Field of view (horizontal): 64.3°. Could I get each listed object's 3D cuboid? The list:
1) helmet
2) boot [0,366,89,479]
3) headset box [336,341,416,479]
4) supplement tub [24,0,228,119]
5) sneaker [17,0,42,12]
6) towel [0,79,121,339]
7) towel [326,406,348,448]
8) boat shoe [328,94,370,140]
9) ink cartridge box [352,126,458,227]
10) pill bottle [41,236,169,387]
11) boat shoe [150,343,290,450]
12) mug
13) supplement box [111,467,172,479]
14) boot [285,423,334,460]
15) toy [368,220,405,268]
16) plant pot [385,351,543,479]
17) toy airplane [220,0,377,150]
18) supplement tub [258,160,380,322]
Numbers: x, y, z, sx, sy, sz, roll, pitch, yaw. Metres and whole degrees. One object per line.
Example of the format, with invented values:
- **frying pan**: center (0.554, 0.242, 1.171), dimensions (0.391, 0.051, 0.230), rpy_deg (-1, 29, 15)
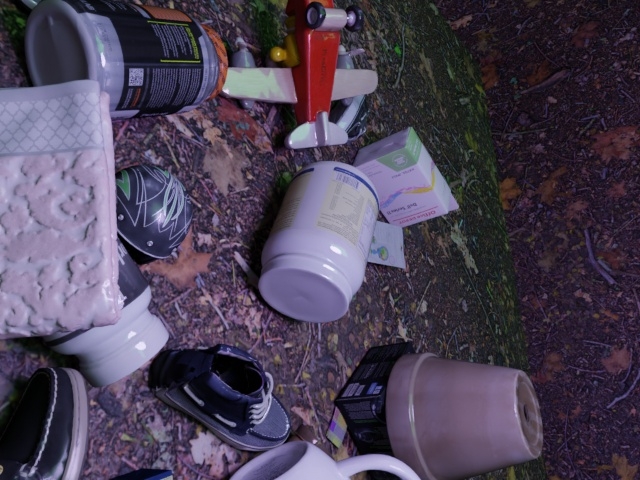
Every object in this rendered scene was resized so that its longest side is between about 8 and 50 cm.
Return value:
- **helmet**: center (-0.296, -0.045, 0.855), dimensions (0.169, 0.161, 0.169), rpy_deg (29, 53, -47)
- **boot**: center (-0.440, 0.294, 0.550), dimensions (0.284, 0.138, 0.377), rpy_deg (36, 55, -40)
- **headset box**: center (0.195, 0.454, 1.330), dimensions (0.246, 0.131, 0.283), rpy_deg (-39, 109, -55)
- **supplement tub**: center (-0.325, -0.318, 0.909), dimensions (0.316, 0.193, 0.193), rpy_deg (-26, 97, -54)
- **sneaker**: center (-0.408, -0.521, 0.894), dimensions (0.124, 0.178, 0.295), rpy_deg (44, 45, -35)
- **towel**: center (-0.414, -0.036, 0.602), dimensions (0.053, 0.332, 0.317), rpy_deg (106, -23, -74)
- **towel**: center (0.042, 0.453, 1.234), dimensions (0.060, 0.009, 0.083), rpy_deg (52, 41, -27)
- **boat shoe**: center (0.097, -0.368, 1.563), dimensions (0.119, 0.121, 0.335), rpy_deg (52, 38, -20)
- **ink cartridge box**: center (0.284, -0.167, 1.656), dimensions (0.353, 0.207, 0.119), rpy_deg (49, 40, -28)
- **pill bottle**: center (-0.350, 0.062, 0.739), dimensions (0.278, 0.162, 0.162), rpy_deg (62, 37, -15)
- **boat shoe**: center (-0.133, 0.298, 0.934), dimensions (0.340, 0.158, 0.127), rpy_deg (40, 46, -37)
- **mug**: center (0.019, 0.520, 0.883), dimensions (0.276, 0.374, 0.328), rpy_deg (121, -55, -88)
- **supplement box**: center (-0.268, 0.398, 0.773), dimensions (0.056, 0.083, 0.083), rpy_deg (4, 73, -52)
- **boot**: center (0.000, 0.530, 1.098), dimensions (0.115, 0.112, 0.305), rpy_deg (-43, 119, -20)
- **toy**: center (0.165, 0.010, 1.553), dimensions (0.237, 0.056, 0.137), rpy_deg (14, 68, -45)
- **plant pot**: center (0.352, 0.413, 1.205), dimensions (0.323, 0.280, 0.323), rpy_deg (29, 53, -46)
- **toy airplane**: center (-0.046, -0.420, 1.316), dimensions (0.384, 0.272, 0.386), rpy_deg (-52, 136, -6)
- **supplement tub**: center (0.000, 0.000, 1.176), dimensions (0.235, 0.235, 0.325), rpy_deg (47, 42, -31)
